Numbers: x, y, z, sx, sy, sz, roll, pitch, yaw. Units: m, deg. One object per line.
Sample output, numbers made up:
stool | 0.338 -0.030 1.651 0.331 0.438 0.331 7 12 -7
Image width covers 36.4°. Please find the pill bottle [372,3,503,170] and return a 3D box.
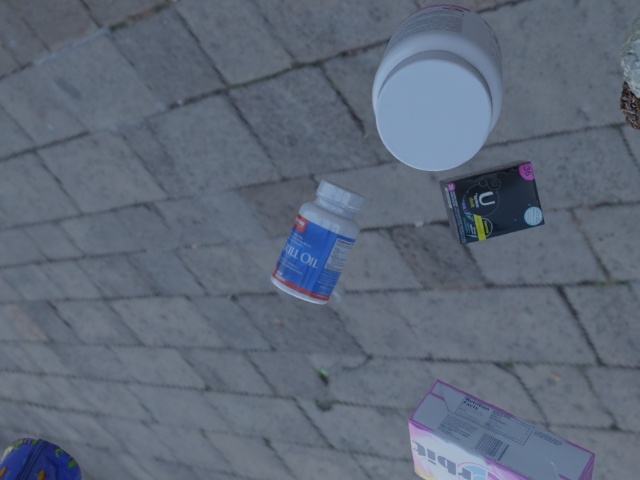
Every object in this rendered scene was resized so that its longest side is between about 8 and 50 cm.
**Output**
pill bottle | 0.150 -0.198 1.239 0.160 0.283 0.160 4 114 8

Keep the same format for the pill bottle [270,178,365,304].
pill bottle | 0.000 0.000 1.871 0.124 0.221 0.124 23 -174 -3

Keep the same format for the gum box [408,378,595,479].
gum box | 0.178 0.228 1.002 0.188 0.062 0.107 23 144 28

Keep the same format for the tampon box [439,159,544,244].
tampon box | 0.317 -0.072 1.811 0.101 0.161 0.120 -100 -5 -82

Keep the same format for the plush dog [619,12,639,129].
plush dog | 0.492 -0.225 1.230 0.225 0.210 0.262 9 114 5

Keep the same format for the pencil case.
pencil case | -0.408 0.374 1.269 0.119 0.306 0.133 23 109 -5
